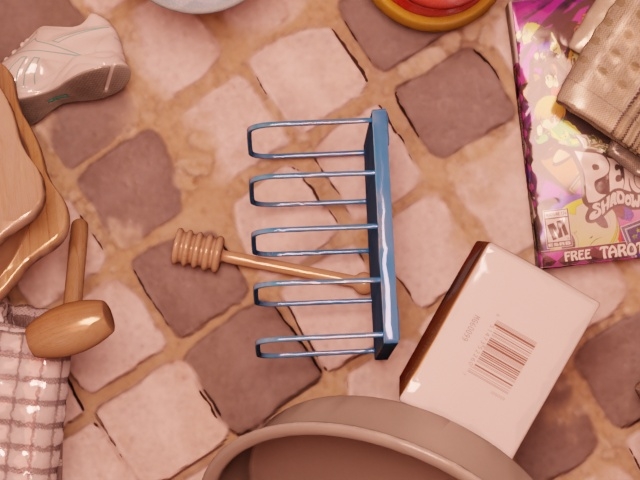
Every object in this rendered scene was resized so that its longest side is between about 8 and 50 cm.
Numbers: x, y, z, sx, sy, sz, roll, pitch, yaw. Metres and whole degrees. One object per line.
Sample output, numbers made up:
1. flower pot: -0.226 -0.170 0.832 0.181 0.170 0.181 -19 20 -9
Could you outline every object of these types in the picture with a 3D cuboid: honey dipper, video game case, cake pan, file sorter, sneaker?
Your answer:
1. honey dipper: -0.036 0.019 1.327 0.160 0.030 0.030 11 91 1
2. video game case: 0.269 -0.094 1.304 0.232 0.042 0.210 -6 88 3
3. cake pan: 0.054 0.222 1.231 0.293 0.054 0.293 16 135 16
4. file sorter: 0.000 0.000 1.263 0.104 0.118 0.170 -2 80 -2
5. sneaker: -0.223 -0.130 1.332 0.152 0.054 0.061 -17 65 7

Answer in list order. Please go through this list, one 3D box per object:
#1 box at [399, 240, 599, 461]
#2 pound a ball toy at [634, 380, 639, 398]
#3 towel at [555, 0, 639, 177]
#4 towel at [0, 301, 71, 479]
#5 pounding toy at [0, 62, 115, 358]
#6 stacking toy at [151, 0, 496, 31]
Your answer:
1. box: 0.126 0.076 1.248 0.091 0.170 0.130 29 91 2
2. pound a ball toy: 0.327 0.189 1.220 0.135 0.208 0.319 -29 89 2
3. towel: 0.372 -0.150 1.262 0.312 0.056 0.324 33 87 -2
4. towel: -0.328 0.158 1.302 0.283 0.121 0.235 4 89 5
5. pounding toy: -0.265 -0.015 1.253 0.154 0.155 0.270 -25 71 0
6. stacking toy: -0.006 -0.293 1.235 0.308 0.130 0.280 1 98 1
